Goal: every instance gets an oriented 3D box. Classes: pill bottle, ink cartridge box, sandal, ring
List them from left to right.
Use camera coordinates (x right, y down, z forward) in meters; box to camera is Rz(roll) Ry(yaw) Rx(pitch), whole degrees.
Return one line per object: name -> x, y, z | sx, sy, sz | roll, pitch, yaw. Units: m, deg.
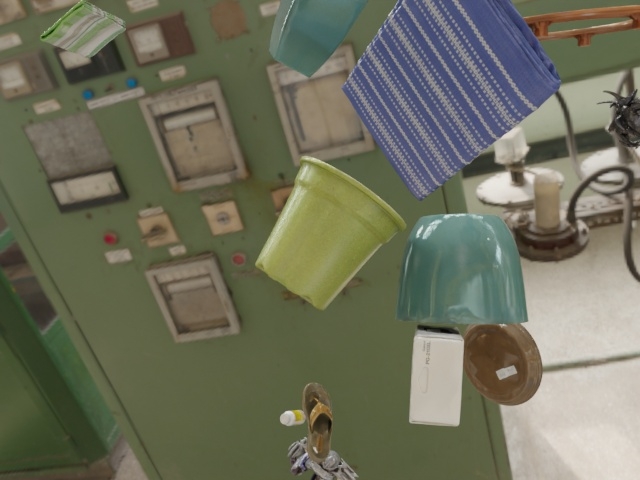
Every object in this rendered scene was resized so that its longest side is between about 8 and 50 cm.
pill bottle -> -0.083, 0.525, 1.826 | 0.043, 0.043, 0.083 | 0, -10, 32
sandal -> -0.002, 0.420, 1.436 | 0.072, 0.180, 0.049 | 4, -23, -18
ink cartridge box -> 0.241, 0.274, 1.297 | 0.100, 0.172, 0.237 | 3, -2, 10
ring -> 0.391, -0.331, 0.988 | 0.336, 0.032, 0.336 | -4, 13, 1

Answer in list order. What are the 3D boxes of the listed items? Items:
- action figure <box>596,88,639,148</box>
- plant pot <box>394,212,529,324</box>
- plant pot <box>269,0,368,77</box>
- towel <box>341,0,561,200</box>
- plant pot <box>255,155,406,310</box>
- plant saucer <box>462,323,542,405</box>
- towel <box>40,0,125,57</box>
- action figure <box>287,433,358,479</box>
action figure -> 0.781, -0.262, 1.434 | 0.141, 0.164, 0.276 | -28, 66, -15
plant pot -> 0.316, 0.062, 1.395 | 0.293, 0.235, 0.293 | 1, -4, 0
plant pot -> -0.027, -0.544, 1.543 | 0.234, 0.165, 0.165 | -59, 25, 19
towel -> 0.167, -0.226, 0.887 | 0.040, 0.243, 0.336 | -28, -8, -30
plant pot -> 0.000, 0.000, 1.333 | 0.254, 0.276, 0.276 | -55, 34, -4
plant saucer -> 0.519, 0.352, 1.817 | 0.041, 0.278, 0.278 | -8, 16, -39
towel -> -0.449, -0.398, 1.183 | 0.113, 0.023, 0.152 | -36, -1, 12
action figure -> -0.004, 0.587, 1.576 | 0.099, 0.285, 0.185 | -35, 75, -27
